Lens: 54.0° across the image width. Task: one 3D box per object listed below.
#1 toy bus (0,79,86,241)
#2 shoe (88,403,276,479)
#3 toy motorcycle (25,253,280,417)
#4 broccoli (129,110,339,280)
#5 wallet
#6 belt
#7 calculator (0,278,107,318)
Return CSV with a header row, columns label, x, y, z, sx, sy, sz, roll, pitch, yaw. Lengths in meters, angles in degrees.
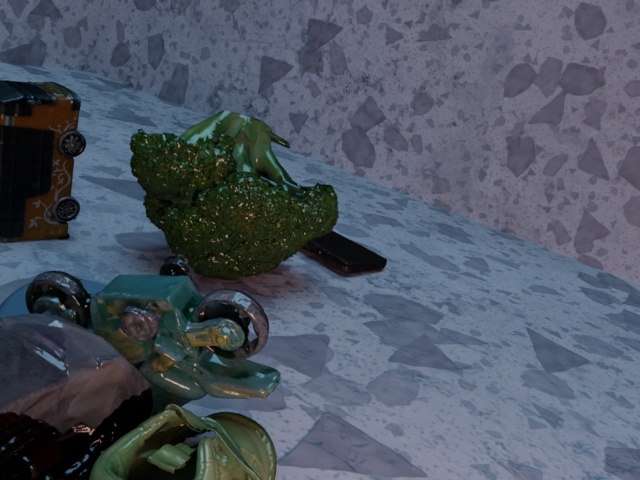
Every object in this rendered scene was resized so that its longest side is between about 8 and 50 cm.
label,x,y,z,sx,sy,sz,roll,pitch,yaw
toy bus,-0.535,-0.146,1.139,0.167,0.275,0.138,-7,28,-46
shoe,-0.125,0.237,0.612,0.140,0.128,0.262,37,27,18
toy motorcycle,-0.192,0.126,0.712,0.296,0.198,0.109,-1,27,18
broccoli,-0.168,-0.075,1.210,0.413,0.321,0.310,13,47,-16
wallet,0.000,0.000,1.514,0.309,0.042,0.165,30,21,35
belt,-0.291,0.170,0.550,0.164,0.184,0.289,17,15,21
calculator,-0.347,0.127,0.852,0.188,0.042,0.302,10,19,-18
